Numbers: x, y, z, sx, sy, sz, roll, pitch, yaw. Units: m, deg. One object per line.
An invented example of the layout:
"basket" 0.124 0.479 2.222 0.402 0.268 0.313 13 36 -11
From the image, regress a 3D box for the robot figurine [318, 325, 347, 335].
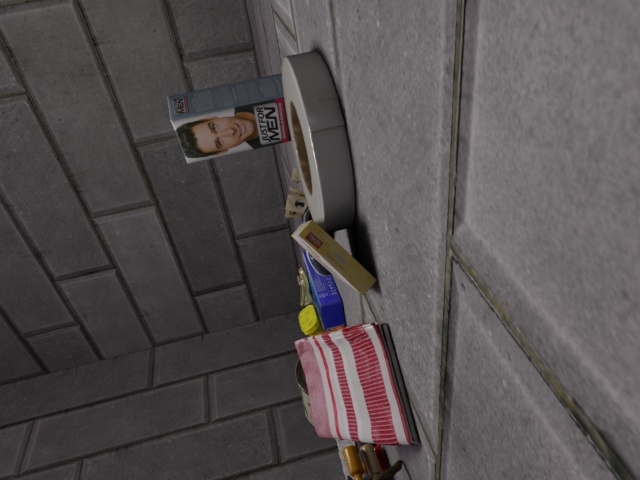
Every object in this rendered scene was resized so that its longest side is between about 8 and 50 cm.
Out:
"robot figurine" 0.062 0.302 1.168 0.128 0.158 0.219 32 -173 -29

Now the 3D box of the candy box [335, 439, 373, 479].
"candy box" 0.120 0.697 1.559 0.159 0.071 0.234 11 -116 -70

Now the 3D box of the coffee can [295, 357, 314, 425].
"coffee can" 0.025 0.531 1.719 0.275 0.201 0.202 83 172 -46

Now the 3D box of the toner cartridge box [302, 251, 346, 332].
"toner cartridge box" 0.011 0.186 1.692 0.348 0.075 0.165 -113 12 -59

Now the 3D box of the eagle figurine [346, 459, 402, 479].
"eagle figurine" 0.141 0.638 0.966 0.225 0.226 0.299 149 114 -63

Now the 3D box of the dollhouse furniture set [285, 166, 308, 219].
"dollhouse furniture set" -0.061 -0.160 1.698 0.182 0.101 0.161 124 157 -83

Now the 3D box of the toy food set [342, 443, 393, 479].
"toy food set" 0.140 0.655 1.353 0.232 0.111 0.105 73 177 -49

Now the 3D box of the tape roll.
"tape roll" -0.010 -0.206 1.047 0.392 0.071 0.392 167 90 -85

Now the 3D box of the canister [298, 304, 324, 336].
"canister" 0.005 0.333 1.764 0.170 0.073 0.126 46 -170 -27

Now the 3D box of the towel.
"towel" 0.057 0.307 1.011 0.329 0.037 0.237 -29 73 54

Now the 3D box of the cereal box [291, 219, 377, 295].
"cereal box" 0.019 0.032 1.011 0.173 0.047 0.240 43 177 -4

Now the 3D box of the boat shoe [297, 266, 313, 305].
"boat shoe" -0.065 0.173 1.777 0.056 0.048 0.153 -118 15 -67

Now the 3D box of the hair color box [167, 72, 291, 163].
"hair color box" -0.250 -0.372 1.456 0.185 0.374 0.114 85 169 -57

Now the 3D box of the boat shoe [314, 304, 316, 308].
"boat shoe" 0.016 0.288 1.880 0.068 0.072 0.190 14 96 44

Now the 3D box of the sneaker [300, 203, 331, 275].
"sneaker" -0.002 0.000 1.349 0.163 0.086 0.226 -137 35 -84

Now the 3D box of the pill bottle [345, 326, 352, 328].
"pill bottle" 0.075 0.283 1.343 0.120 0.067 0.067 94 161 -71
